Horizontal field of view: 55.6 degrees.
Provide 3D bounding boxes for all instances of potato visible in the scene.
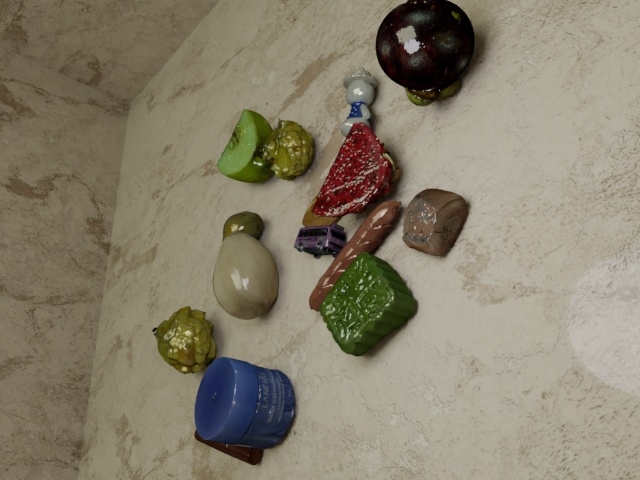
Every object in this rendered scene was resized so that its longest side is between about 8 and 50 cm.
[{"bbox_3d":[-0.292,-0.012,2.266,0.157,0.157,0.193,29,119,53],"label":"potato"}]

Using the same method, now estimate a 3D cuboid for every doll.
[{"bbox_3d":[0.124,-0.429,1.973,0.138,0.119,0.292,155,123,-63],"label":"doll"}]

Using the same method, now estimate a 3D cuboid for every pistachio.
[{"bbox_3d":[-0.261,0.117,2.097,0.207,0.226,0.331,94,168,-64],"label":"pistachio"}]

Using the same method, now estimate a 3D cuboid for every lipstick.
[{"bbox_3d":[-0.313,0.674,2.008,0.357,0.057,0.057,-3,71,51],"label":"lipstick"}]

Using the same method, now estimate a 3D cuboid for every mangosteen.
[{"bbox_3d":[0.292,-0.531,1.695,0.288,0.288,0.287,-27,53,42],"label":"mangosteen"}]

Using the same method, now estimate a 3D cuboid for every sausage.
[{"bbox_3d":[0.098,0.044,1.784,0.433,0.088,0.087,-53,39,20],"label":"sausage"}]

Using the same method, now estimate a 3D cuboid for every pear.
[{"bbox_3d":[-0.251,-0.338,2.355,0.292,0.160,0.292,-24,58,46],"label":"pear"}]

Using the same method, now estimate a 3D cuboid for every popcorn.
[{"bbox_3d":[-0.507,0.372,2.278,0.286,0.215,0.251,-6,74,54],"label":"popcorn"},{"bbox_3d":[-0.118,-0.321,2.165,0.189,0.170,0.218,-47,35,24],"label":"popcorn"}]

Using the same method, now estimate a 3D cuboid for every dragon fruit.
[{"bbox_3d":[0.140,-0.170,1.805,0.205,0.152,0.316,24,86,41],"label":"dragon fruit"}]

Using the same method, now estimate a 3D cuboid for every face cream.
[{"bbox_3d":[-0.230,0.497,1.853,0.249,0.225,0.248,-31,49,43],"label":"face cream"}]

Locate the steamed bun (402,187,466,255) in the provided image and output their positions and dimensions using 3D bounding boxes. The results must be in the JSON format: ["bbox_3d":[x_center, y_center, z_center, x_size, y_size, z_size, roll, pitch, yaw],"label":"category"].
[{"bbox_3d":[0.284,-0.053,1.580,0.145,0.106,0.175,27,97,53],"label":"steamed bun"}]

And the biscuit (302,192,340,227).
[{"bbox_3d":[0.015,-0.104,2.008,0.221,0.029,0.141,-22,56,45],"label":"biscuit"}]

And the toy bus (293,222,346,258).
[{"bbox_3d":[0.000,0.000,1.926,0.178,0.087,0.098,-2,69,52],"label":"toy bus"}]

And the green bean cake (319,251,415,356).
[{"bbox_3d":[0.119,0.180,1.655,0.248,0.125,0.222,-54,39,19],"label":"green bean cake"}]
